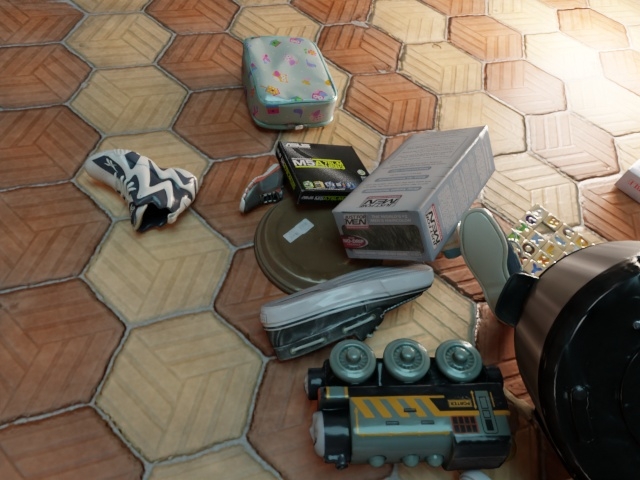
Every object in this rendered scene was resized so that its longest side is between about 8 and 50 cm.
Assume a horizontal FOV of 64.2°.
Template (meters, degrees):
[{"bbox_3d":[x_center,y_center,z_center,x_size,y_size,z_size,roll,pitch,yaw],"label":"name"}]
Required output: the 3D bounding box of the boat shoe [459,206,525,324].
[{"bbox_3d":[0.352,0.043,1.005,0.079,0.095,0.255,-39,103,-46],"label":"boat shoe"}]

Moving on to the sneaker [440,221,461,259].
[{"bbox_3d":[0.283,-0.048,1.125,0.087,0.092,0.229,-16,26,29],"label":"sneaker"}]

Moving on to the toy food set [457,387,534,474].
[{"bbox_3d":[0.287,0.317,0.887,0.132,0.039,0.192,41,58,19],"label":"toy food set"}]

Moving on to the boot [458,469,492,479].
[{"bbox_3d":[0.246,0.475,0.730,0.123,0.095,0.258,-13,59,-26],"label":"boot"}]

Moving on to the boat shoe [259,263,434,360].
[{"bbox_3d":[0.057,0.130,0.947,0.335,0.121,0.119,-15,98,-9],"label":"boat shoe"}]

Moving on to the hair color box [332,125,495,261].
[{"bbox_3d":[0.206,-0.106,1.049,0.185,0.114,0.374,1,32,38],"label":"hair color box"}]

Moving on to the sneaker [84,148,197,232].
[{"bbox_3d":[-0.384,-0.094,1.036,0.234,0.094,0.153,19,45,-8],"label":"sneaker"}]

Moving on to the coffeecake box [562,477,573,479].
[{"bbox_3d":[0.408,0.465,0.739,0.142,0.068,0.186,30,43,-21],"label":"coffeecake box"}]

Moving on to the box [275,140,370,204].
[{"bbox_3d":[0.014,-0.151,1.136,0.190,0.045,0.184,-1,45,-24],"label":"box"}]

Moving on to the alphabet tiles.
[{"bbox_3d":[0.537,0.035,1.149,0.237,0.009,0.198,41,58,20],"label":"alphabet tiles"}]

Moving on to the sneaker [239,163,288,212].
[{"bbox_3d":[-0.114,-0.108,1.116,0.064,0.061,0.158,35,57,8],"label":"sneaker"}]

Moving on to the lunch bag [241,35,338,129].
[{"bbox_3d":[-0.078,-0.400,1.298,0.223,0.108,0.279,-5,57,-19],"label":"lunch bag"}]

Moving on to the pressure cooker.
[{"bbox_3d":[0.503,0.182,0.787,0.375,0.420,0.370,-24,87,13],"label":"pressure cooker"}]

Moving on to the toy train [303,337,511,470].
[{"bbox_3d":[0.140,0.266,0.817,0.333,0.142,0.190,0,46,-4],"label":"toy train"}]

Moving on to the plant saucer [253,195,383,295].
[{"bbox_3d":[0.000,0.000,1.068,0.277,0.041,0.278,4,55,-6],"label":"plant saucer"}]

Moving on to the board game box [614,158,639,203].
[{"bbox_3d":[0.978,-0.131,1.304,0.318,0.066,0.318,-34,66,-28],"label":"board game box"}]
